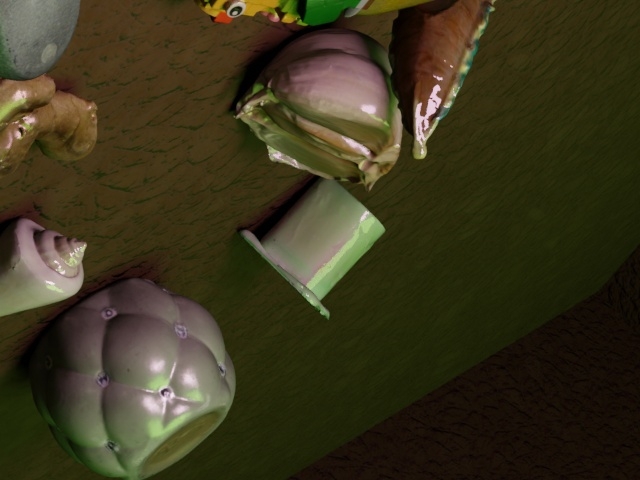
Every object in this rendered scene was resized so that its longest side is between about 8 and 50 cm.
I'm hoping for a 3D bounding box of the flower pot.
[{"bbox_3d":[-0.224,0.170,2.044,0.246,0.195,0.246,-36,163,-13],"label":"flower pot"}]

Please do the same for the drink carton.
[{"bbox_3d":[0.000,0.000,2.198,0.142,0.146,0.144,-47,164,-3],"label":"drink carton"}]

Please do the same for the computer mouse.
[{"bbox_3d":[-0.234,-0.210,1.248,0.113,0.068,0.229,-51,160,-31],"label":"computer mouse"}]

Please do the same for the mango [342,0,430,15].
[{"bbox_3d":[0.148,-0.308,1.687,0.289,0.129,0.146,-27,-161,-17],"label":"mango"}]

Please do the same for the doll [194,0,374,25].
[{"bbox_3d":[-0.026,-0.252,1.515,0.186,0.106,0.134,-16,151,-18],"label":"doll"}]

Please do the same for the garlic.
[{"bbox_3d":[0.014,-0.158,1.819,0.143,0.178,0.229,-67,-171,-13],"label":"garlic"}]

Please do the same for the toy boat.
[{"bbox_3d":[0.125,-0.220,1.759,0.099,0.108,0.293,75,24,-45],"label":"toy boat"}]

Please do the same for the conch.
[{"bbox_3d":[-0.308,0.042,1.711,0.176,0.094,0.104,-41,-156,21],"label":"conch"}]

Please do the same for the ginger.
[{"bbox_3d":[-0.272,-0.092,1.497,0.133,0.059,0.214,-49,164,4],"label":"ginger"}]
